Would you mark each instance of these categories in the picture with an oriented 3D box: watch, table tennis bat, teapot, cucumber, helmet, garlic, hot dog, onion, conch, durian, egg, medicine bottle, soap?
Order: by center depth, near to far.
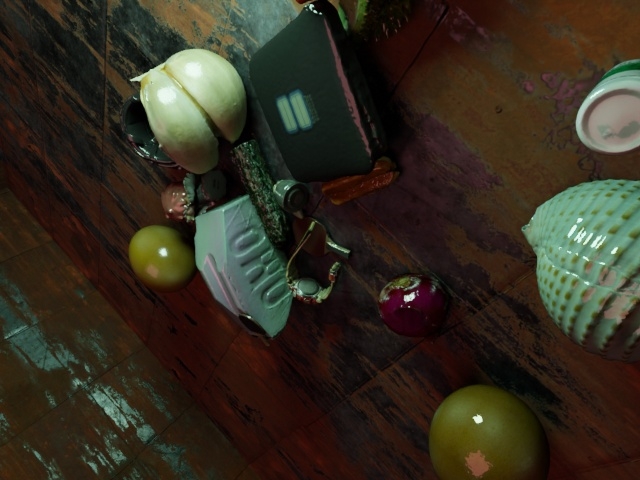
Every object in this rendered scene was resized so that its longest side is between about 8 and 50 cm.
[{"bbox_3d":[0.434,-0.199,0.578,0.095,0.260,0.095,21,127,31],"label":"medicine bottle"},{"bbox_3d":[0.515,0.056,0.717,0.319,0.215,0.303,35,124,17],"label":"conch"},{"bbox_3d":[0.102,-0.461,0.790,0.132,0.106,0.375,62,160,4],"label":"durian"},{"bbox_3d":[0.091,-0.150,1.040,0.235,0.062,0.092,-14,131,40],"label":"hot dog"},{"bbox_3d":[0.419,0.530,1.041,0.282,0.282,0.352,22,130,28],"label":"egg"},{"bbox_3d":[0.254,0.202,1.091,0.195,0.140,0.218,-14,110,37],"label":"onion"},{"bbox_3d":[-0.354,-0.363,1.145,0.249,0.286,0.313,-12,111,56],"label":"garlic"},{"bbox_3d":[-0.097,-0.125,1.205,0.090,0.092,0.124,36,130,40],"label":"teapot"},{"bbox_3d":[0.000,0.000,1.251,0.220,0.019,0.130,26,132,27],"label":"table tennis bat"},{"bbox_3d":[-0.015,0.082,1.256,0.164,0.102,0.268,34,133,6],"label":"watch"},{"bbox_3d":[-0.169,-0.124,1.256,0.096,0.096,0.360,-8,110,43],"label":"cucumber"},{"bbox_3d":[-0.201,0.281,1.277,0.087,0.013,0.157,3,136,39],"label":"table tennis bat"},{"bbox_3d":[-0.492,-0.367,1.331,0.278,0.160,0.231,28,123,-8],"label":"helmet"},{"bbox_3d":[-0.234,0.092,1.334,0.156,0.261,0.447,-8,110,40],"label":"soap"},{"bbox_3d":[-0.648,0.070,1.681,0.322,0.250,0.250,41,136,28],"label":"egg"}]

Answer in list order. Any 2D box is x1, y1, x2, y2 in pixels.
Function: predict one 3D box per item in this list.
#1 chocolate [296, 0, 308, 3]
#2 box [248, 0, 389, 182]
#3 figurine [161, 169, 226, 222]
[{"bbox_3d":[0.000,-0.679,0.697,0.341,0.161,0.360,-35,86,47],"label":"chocolate"},{"bbox_3d":[-0.016,-0.315,0.960,0.350,0.091,0.359,0,119,56],"label":"box"},{"bbox_3d":[-0.468,-0.146,1.469,0.386,0.166,0.207,-17,71,47],"label":"figurine"}]
